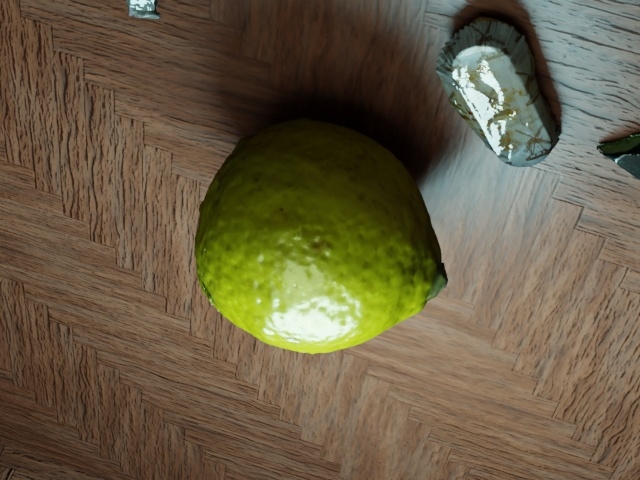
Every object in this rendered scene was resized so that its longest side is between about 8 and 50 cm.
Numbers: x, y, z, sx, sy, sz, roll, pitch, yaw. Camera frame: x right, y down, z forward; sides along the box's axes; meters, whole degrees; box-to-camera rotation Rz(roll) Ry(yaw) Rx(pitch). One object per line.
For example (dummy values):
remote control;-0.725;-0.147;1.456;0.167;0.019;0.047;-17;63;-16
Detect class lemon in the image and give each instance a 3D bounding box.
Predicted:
lemon;0.000;0.000;1.797;0.387;0.350;0.350;19;141;13

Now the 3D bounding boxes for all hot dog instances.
hot dog;0.248;-0.195;1.676;0.131;0.069;0.253;-15;132;25

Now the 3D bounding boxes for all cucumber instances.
cucumber;0.493;-0.084;1.713;0.220;0.046;0.070;31;132;-11

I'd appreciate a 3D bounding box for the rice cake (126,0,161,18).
rice cake;-0.271;-0.415;1.667;0.055;0.049;0.270;-12;135;5
